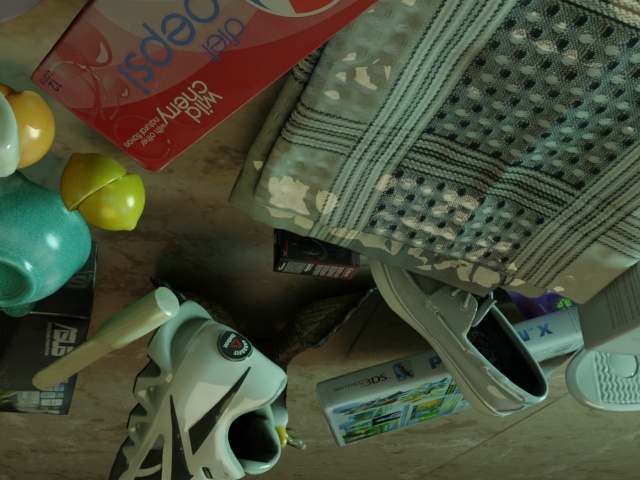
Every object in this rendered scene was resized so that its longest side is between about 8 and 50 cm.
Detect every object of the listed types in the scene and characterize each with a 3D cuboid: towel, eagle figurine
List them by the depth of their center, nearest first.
[{"bbox_3d":[0.123,-0.059,0.520,0.312,0.056,0.324,16,145,-16],"label":"towel"},{"bbox_3d":[-0.069,0.137,0.881,0.226,0.225,0.298,-30,139,-41],"label":"eagle figurine"}]

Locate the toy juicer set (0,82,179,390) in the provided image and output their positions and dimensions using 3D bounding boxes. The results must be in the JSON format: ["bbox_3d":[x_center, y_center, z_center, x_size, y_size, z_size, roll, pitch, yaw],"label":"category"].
[{"bbox_3d":[-0.226,-0.007,0.614,0.209,0.089,0.329,-15,135,10],"label":"toy juicer set"}]

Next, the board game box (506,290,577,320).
[{"bbox_3d":[0.275,0.006,0.734,0.208,0.056,0.347,-17,150,20],"label":"board game box"}]

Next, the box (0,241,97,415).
[{"bbox_3d":[-0.435,0.103,0.849,0.318,0.097,0.395,6,152,-20],"label":"box"}]

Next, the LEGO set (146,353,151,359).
[{"bbox_3d":[-0.207,0.166,1.074,0.083,0.023,0.054,12,152,3],"label":"LEGO set"}]

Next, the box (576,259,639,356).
[{"bbox_3d":[0.284,0.040,0.639,0.101,0.102,0.087,8,150,-19],"label":"box"}]

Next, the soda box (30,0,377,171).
[{"bbox_3d":[-0.034,-0.135,0.364,0.092,0.083,0.263,40,136,-23],"label":"soda box"}]

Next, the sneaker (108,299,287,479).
[{"bbox_3d":[-0.122,0.217,0.764,0.146,0.122,0.330,28,133,7],"label":"sneaker"}]

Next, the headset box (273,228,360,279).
[{"bbox_3d":[0.000,0.000,0.690,0.083,0.062,0.032,7,153,-14],"label":"headset box"}]

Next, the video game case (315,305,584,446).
[{"bbox_3d":[0.152,0.178,0.917,0.300,0.036,0.329,-16,158,-2],"label":"video game case"}]

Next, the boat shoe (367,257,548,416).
[{"bbox_3d":[0.136,0.067,0.708,0.227,0.079,0.081,53,141,-6],"label":"boat shoe"}]

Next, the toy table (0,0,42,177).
[{"bbox_3d":[-0.270,-0.114,0.343,0.274,0.160,0.252,0,154,-4],"label":"toy table"}]

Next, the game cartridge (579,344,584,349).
[{"bbox_3d":[0.329,0.140,1.039,0.083,0.017,0.056,0,157,-2],"label":"game cartridge"}]

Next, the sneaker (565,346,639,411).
[{"bbox_3d":[0.370,0.159,0.923,0.256,0.094,0.151,-14,164,-28],"label":"sneaker"}]
